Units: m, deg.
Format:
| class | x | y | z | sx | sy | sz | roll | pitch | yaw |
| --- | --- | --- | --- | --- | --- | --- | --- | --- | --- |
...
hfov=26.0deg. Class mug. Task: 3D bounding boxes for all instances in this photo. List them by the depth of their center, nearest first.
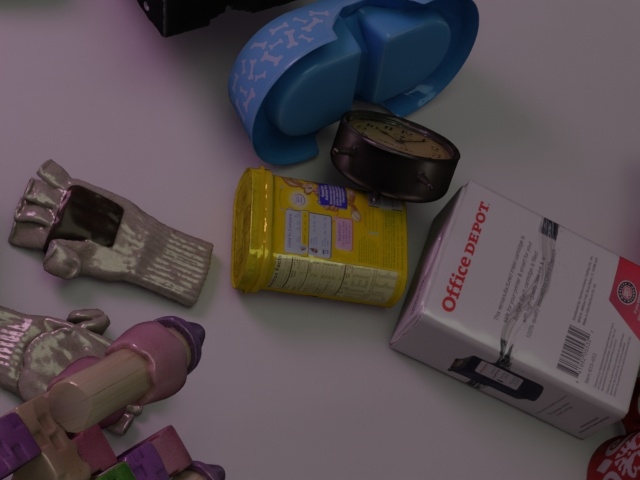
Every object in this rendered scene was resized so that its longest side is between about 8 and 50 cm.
| class | x | y | z | sx | sy | sz | roll | pitch | yaw |
| --- | --- | --- | --- | --- | --- | --- | --- | --- | --- |
| mug | 0.343 | 0.212 | 1.377 | 0.113 | 0.169 | 0.150 | -32 | 80 | -27 |

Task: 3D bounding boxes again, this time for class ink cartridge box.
| class | x | y | z | sx | sy | sz | roll | pitch | yaw |
| --- | --- | --- | --- | --- | --- | --- | --- | --- | --- |
| ink cartridge box | 0.212 | 0.073 | 1.434 | 0.237 | 0.100 | 0.172 | 26 | 61 | -7 |

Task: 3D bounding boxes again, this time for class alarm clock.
| class | x | y | z | sx | sy | sz | roll | pitch | yaw |
| --- | --- | --- | --- | --- | --- | --- | --- | --- | --- |
| alarm clock | 0.081 | -0.091 | 1.454 | 0.129 | 0.064 | 0.192 | 21 | 24 | 7 |

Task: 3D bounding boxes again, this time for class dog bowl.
| class | x | y | z | sx | sy | sz | roll | pitch | yaw |
| --- | --- | --- | --- | --- | --- | --- | --- | --- | --- |
| dog bowl | 0.031 | -0.190 | 1.460 | 0.297 | 0.166 | 0.074 | -26 | 59 | -27 |

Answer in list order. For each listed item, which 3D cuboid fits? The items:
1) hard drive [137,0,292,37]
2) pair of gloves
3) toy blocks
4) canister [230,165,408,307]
| class | x | y | z | sx | sy | sz | roll | pitch | yaw |
| --- | --- | --- | --- | --- | --- | --- | --- | --- | --- |
| hard drive | -0.131 | -0.368 | 1.468 | 0.236 | 0.064 | 0.339 | -19 | 54 | -21 |
| pair of gloves | -0.228 | 0.056 | 1.326 | 0.204 | 0.042 | 0.240 | 27 | 62 | -6 |
| toy blocks | -0.170 | 0.235 | 1.196 | 0.289 | 0.309 | 0.260 | 61 | 30 | 0 |
| canister | 0.000 | 0.000 | 1.411 | 0.169 | 0.073 | 0.126 | 9 | 63 | -16 |
